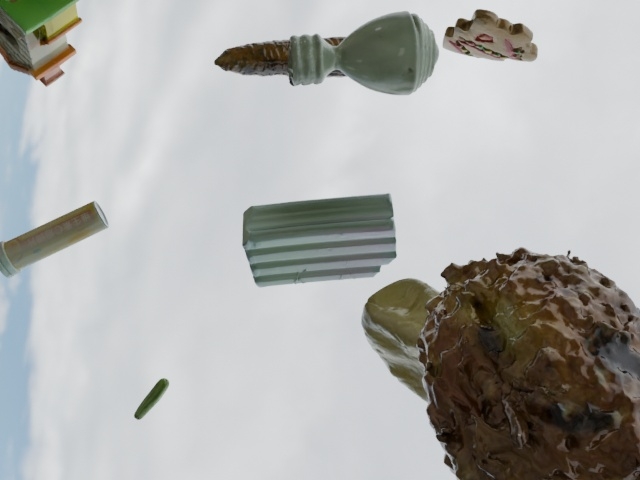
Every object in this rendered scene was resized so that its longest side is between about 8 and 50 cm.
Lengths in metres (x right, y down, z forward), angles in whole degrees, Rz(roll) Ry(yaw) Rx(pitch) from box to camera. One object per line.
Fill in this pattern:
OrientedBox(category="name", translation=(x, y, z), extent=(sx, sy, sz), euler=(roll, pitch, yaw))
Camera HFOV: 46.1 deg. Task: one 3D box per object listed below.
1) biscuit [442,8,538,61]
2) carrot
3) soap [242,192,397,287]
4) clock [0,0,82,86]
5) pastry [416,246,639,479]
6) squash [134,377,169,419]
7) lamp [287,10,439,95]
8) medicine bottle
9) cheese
OrientedBox(category="biscuit", translation=(0.359, -0.438, 1.658), extent=(0.239, 0.212, 0.041), euler=(7, -99, 51))
OrientedBox(category="carrot", translation=(0.005, -0.259, 1.070), extent=(0.066, 0.314, 0.066), euler=(172, -90, -71))
OrientedBox(category="soap", translation=(0.000, 0.000, 1.459), extent=(0.173, 0.290, 0.095), euler=(79, 7, -54))
OrientedBox(category="clock", translation=(-0.508, -0.388, 1.271), extent=(0.106, 0.220, 0.255), euler=(-43, 176, -20))
OrientedBox(category="pastry", translation=(0.275, 0.207, 0.837), extent=(0.405, 0.292, 0.337), euler=(64, 15, -9))
OrientedBox(category="squash", translation=(-0.306, 0.287, 1.365), extent=(0.089, 0.027, 0.027), euler=(-50, -153, -9))
OrientedBox(category="lamp", translation=(0.055, -0.232, 0.946), extent=(0.106, 0.193, 0.106), euler=(175, -90, -83))
OrientedBox(category="medicine bottle", translation=(-0.530, -0.006, 1.484), extent=(0.074, 0.218, 0.074), euler=(63, -4, 8))
OrientedBox(category="cheese", translation=(0.171, 0.176, 1.231), extent=(0.226, 0.117, 0.214), euler=(31, -30, 50))
